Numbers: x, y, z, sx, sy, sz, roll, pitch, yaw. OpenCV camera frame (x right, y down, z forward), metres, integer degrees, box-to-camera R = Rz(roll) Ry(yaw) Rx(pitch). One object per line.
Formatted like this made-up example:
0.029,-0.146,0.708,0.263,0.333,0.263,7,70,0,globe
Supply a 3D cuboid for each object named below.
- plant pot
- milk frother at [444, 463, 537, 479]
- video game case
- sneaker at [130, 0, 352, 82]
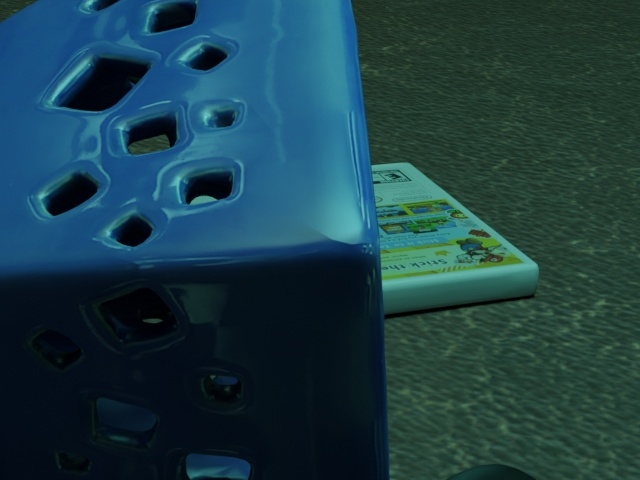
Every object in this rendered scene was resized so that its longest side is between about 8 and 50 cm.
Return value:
-0.083,0.024,0.619,0.212,0.236,0.236,-5,40,1,plant pot
0.099,0.150,0.542,0.135,0.129,0.143,25,11,40,milk frother
0.000,0.000,0.990,0.227,0.026,0.206,-6,24,-21,video game case
-0.108,-0.216,1.381,0.178,0.124,0.295,25,32,24,sneaker
